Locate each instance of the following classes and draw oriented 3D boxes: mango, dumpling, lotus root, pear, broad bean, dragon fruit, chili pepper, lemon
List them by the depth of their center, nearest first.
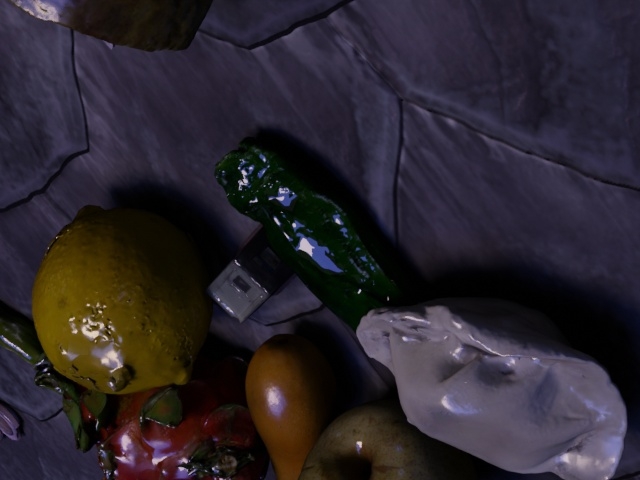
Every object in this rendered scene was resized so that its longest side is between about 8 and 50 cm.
[{"bbox_3d":[-0.193,-0.247,1.154,0.235,0.138,0.119,33,118,6],"label":"lotus root"},{"bbox_3d":[0.140,0.113,1.226,0.250,0.132,0.162,26,142,21],"label":"dumpling"},{"bbox_3d":[-0.001,0.001,1.303,0.224,0.061,0.098,47,135,-3],"label":"chili pepper"},{"bbox_3d":[0.061,0.231,1.380,0.167,0.167,0.136,15,161,31],"label":"pear"},{"bbox_3d":[-0.192,0.054,1.423,0.173,0.174,0.206,-51,50,52],"label":"lemon"},{"bbox_3d":[-0.023,0.169,1.446,0.085,0.102,0.184,1,131,15],"label":"mango"},{"bbox_3d":[-0.178,0.185,1.517,0.269,0.198,0.200,25,175,-3],"label":"dragon fruit"},{"bbox_3d":[-0.434,0.087,1.763,0.318,0.056,0.098,33,140,9],"label":"broad bean"}]

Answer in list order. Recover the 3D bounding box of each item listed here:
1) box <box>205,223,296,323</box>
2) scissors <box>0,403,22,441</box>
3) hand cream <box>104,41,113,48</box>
[{"bbox_3d":[-0.061,0.032,1.382,0.060,0.063,0.085,43,143,-2],"label":"box"},{"bbox_3d":[-0.453,0.185,1.903,0.100,0.015,0.189,-12,116,49],"label":"scissors"},{"bbox_3d":[-0.200,-0.223,1.283,0.084,0.053,0.142,44,152,-1],"label":"hand cream"}]
